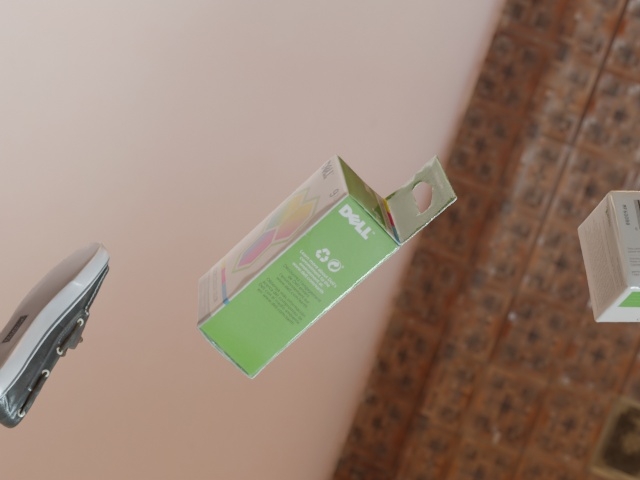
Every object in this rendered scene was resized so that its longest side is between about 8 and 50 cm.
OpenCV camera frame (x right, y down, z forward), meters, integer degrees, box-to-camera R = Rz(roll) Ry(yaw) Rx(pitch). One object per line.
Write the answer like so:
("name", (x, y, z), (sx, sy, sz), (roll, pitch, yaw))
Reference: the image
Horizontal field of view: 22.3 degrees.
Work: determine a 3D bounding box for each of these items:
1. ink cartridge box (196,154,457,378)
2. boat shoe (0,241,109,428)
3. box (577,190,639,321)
("ink cartridge box", (0.000, 0.000, 1.239), (0.062, 0.209, 0.109), (46, -170, -16))
("boat shoe", (-0.178, 0.061, 1.060), (0.049, 0.142, 0.040), (-8, 128, 48))
("box", (0.307, 0.015, 1.513), (0.101, 0.102, 0.087), (0, 157, -14))
